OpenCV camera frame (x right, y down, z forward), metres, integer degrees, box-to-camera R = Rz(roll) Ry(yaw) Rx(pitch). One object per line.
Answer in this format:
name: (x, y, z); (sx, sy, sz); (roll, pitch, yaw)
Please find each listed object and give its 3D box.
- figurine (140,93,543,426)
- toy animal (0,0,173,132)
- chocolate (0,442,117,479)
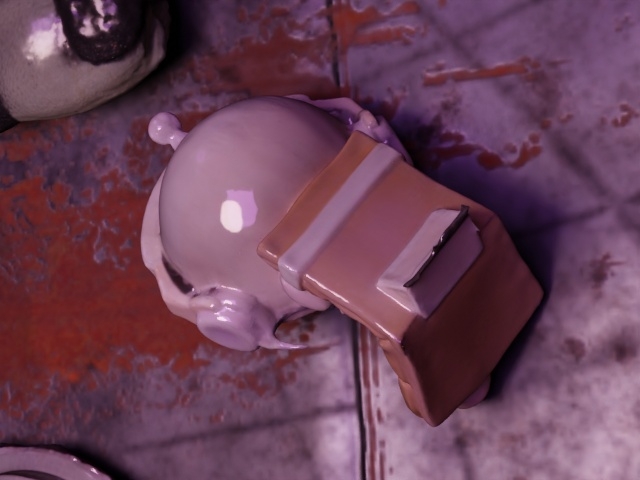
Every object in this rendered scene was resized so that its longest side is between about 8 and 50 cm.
figurine: (-0.002, -0.002, 1.069); (0.236, 0.141, 0.162); (25, 70, 29)
toy animal: (-0.188, -0.129, 1.191); (0.225, 0.094, 0.121); (-17, 88, 24)
chocolate: (-0.206, 0.220, 1.141); (0.221, 0.147, 0.221); (-4, 83, 31)
